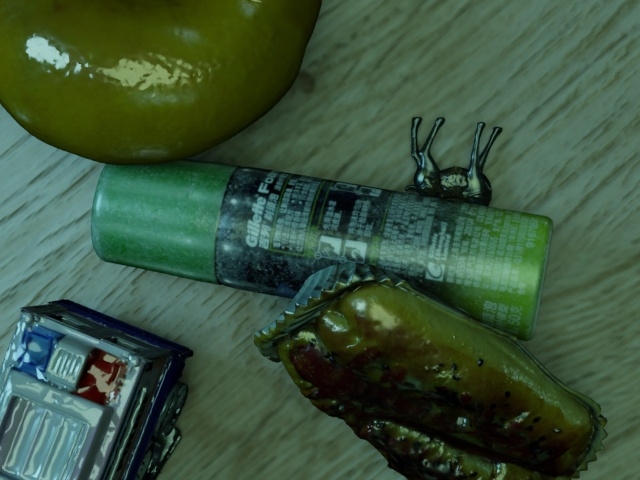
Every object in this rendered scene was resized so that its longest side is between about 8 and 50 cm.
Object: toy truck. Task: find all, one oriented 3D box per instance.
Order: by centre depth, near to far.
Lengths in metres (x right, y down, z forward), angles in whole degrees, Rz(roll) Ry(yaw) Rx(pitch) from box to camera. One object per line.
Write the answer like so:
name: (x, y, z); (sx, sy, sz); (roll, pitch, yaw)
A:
toy truck: (-0.200, 0.185, 0.992); (0.124, 0.155, 0.268); (21, 91, 7)

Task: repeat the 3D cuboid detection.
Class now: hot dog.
hot dog: (0.080, 0.111, 0.977); (0.270, 0.082, 0.162); (34, 135, -19)

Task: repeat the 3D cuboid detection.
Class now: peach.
peach: (-0.123, -0.171, 0.987); (0.251, 0.153, 0.251); (-4, 72, 13)

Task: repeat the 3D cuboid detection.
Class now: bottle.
bottle: (0.000, 0.000, 1.012); (0.330, 0.093, 0.093); (10, 91, 9)

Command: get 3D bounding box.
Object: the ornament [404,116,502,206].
ornament: (0.101, -0.031, 1.054); (0.073, 0.028, 0.125); (4, 90, -1)

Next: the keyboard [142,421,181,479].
keyboard: (-0.187, 0.215, 1.076); (0.074, 0.015, 0.196); (31, 91, 6)
